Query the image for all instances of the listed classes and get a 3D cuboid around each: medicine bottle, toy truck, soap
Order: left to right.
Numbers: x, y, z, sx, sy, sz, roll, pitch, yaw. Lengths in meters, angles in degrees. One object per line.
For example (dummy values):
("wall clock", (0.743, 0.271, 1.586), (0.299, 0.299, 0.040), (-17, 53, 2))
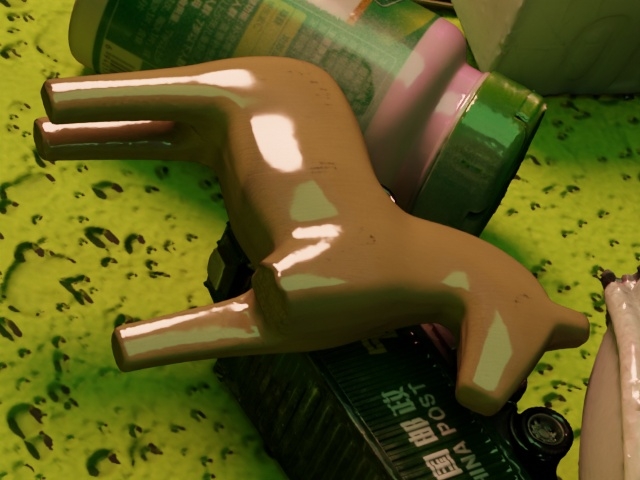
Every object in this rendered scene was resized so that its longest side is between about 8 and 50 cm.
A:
("medicine bottle", (-0.005, -0.102, 1.185), (0.274, 0.133, 0.133), (31, 43, 6))
("toy truck", (0.031, 0.075, 1.058), (0.121, 0.088, 0.259), (-15, 56, -34))
("soap", (0.213, -0.167, 1.342), (0.231, 0.145, 0.091), (-5, 59, -21))

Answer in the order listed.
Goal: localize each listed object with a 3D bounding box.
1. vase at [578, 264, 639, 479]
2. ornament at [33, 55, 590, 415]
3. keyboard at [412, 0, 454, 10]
("vase", (0.244, 0.210, 0.914), (0.250, 0.250, 0.445), (12, 49, -13))
("ornament", (0.000, 0.000, 1.009), (0.245, 0.061, 0.230), (-8, 55, -22))
("keyboard", (0.071, -0.211, 1.410), (0.049, 0.015, 0.129), (3, 46, -21))
